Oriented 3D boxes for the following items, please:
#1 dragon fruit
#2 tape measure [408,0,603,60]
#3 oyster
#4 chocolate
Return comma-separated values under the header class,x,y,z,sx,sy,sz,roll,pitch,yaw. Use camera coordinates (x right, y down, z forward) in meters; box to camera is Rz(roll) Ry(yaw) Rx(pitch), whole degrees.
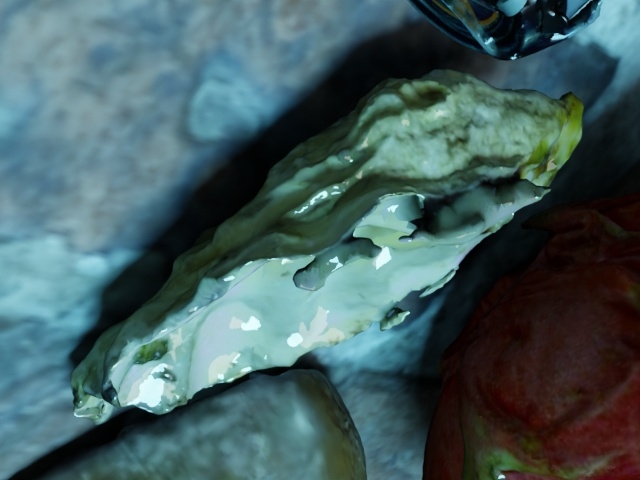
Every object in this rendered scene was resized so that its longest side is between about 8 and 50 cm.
class,x,y,z,sx,sy,sz,roll,pitch,yaw
dragon fruit,0.179,0.111,0.709,0.277,0.277,0.343,-11,127,-41
tape measure,0.049,-0.104,0.476,0.054,0.091,0.094,-41,132,-14
oyster,-0.007,0.002,0.570,0.209,0.072,0.133,-34,160,25
chocolate,-0.055,0.192,0.720,0.185,0.100,0.303,-28,149,-28
